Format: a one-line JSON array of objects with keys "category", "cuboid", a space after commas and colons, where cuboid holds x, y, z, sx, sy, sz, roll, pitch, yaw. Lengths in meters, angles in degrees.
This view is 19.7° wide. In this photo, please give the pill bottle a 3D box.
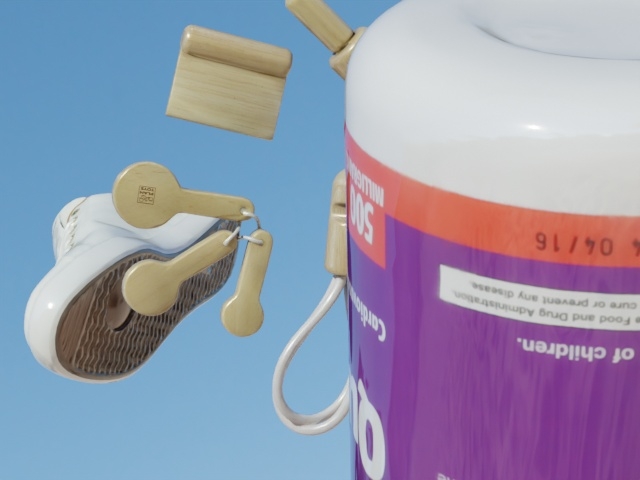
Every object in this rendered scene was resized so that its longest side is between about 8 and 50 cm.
[{"category": "pill bottle", "cuboid": [0.100, 0.073, 0.665, 0.182, 0.323, 0.181, -1, 23, 0]}]

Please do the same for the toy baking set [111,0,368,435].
[{"category": "toy baking set", "cuboid": [0.003, -0.006, 0.997, 0.196, 0.256, 0.030, -52, 14, -1]}]

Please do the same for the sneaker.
[{"category": "sneaker", "cuboid": [-0.169, 0.030, 1.384, 0.123, 0.106, 0.290, 14, 16, 17]}]
